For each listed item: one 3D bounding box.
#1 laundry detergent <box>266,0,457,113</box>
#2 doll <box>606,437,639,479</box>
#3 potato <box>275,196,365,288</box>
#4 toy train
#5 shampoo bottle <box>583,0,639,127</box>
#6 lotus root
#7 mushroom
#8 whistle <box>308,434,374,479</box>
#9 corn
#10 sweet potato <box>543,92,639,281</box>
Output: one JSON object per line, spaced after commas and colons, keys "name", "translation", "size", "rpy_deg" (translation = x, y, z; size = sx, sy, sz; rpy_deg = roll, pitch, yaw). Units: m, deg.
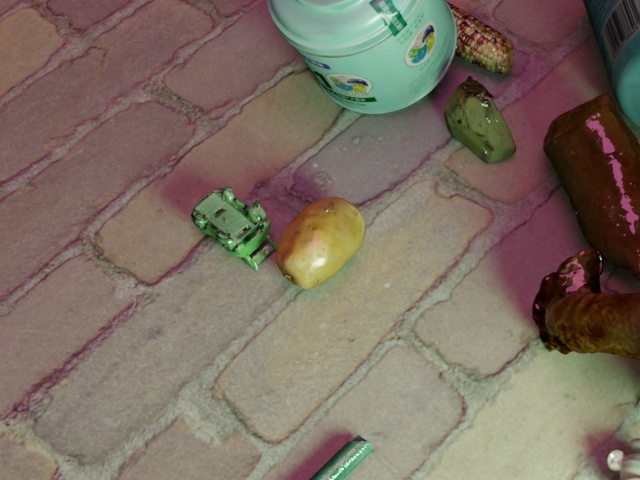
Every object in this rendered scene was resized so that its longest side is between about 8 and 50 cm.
{"name": "laundry detergent", "translation": [0.070, -0.415, 2.024], "size": [0.287, 0.305, 0.287], "rpy_deg": [-7, 69, 19]}
{"name": "doll", "translation": [0.583, 0.389, 1.609], "size": [0.383, 0.099, 0.188], "rpy_deg": [23, 61, 16]}
{"name": "potato", "translation": [0.000, 0.000, 1.915], "size": [0.118, 0.109, 0.178], "rpy_deg": [15, 50, 41]}
{"name": "toy train", "translation": [-0.148, -0.024, 1.969], "size": [0.149, 0.081, 0.099], "rpy_deg": [32, 65, 30]}
{"name": "shampoo bottle", "translation": [0.636, -0.406, 1.992], "size": [0.331, 0.331, 0.343], "rpy_deg": [-6, 57, 1]}
{"name": "lotus root", "translation": [0.269, -0.216, 2.022], "size": [0.070, 0.144, 0.143], "rpy_deg": [-36, 51, -8]}
{"name": "mushroom", "translation": [0.484, 0.111, 1.612], "size": [0.356, 0.331, 0.334], "rpy_deg": [18, 23, 10]}
{"name": "whistle", "translation": [0.004, 0.362, 1.713], "size": [0.186, 0.039, 0.039], "rpy_deg": [-40, 61, -21]}
{"name": "corn", "translation": [0.261, -0.393, 2.169], "size": [0.253, 0.086, 0.086], "rpy_deg": [33, 65, 24]}
{"name": "sweet potato", "translation": [0.479, -0.082, 1.903], "size": [0.157, 0.158, 0.370], "rpy_deg": [-16, 66, -5]}
